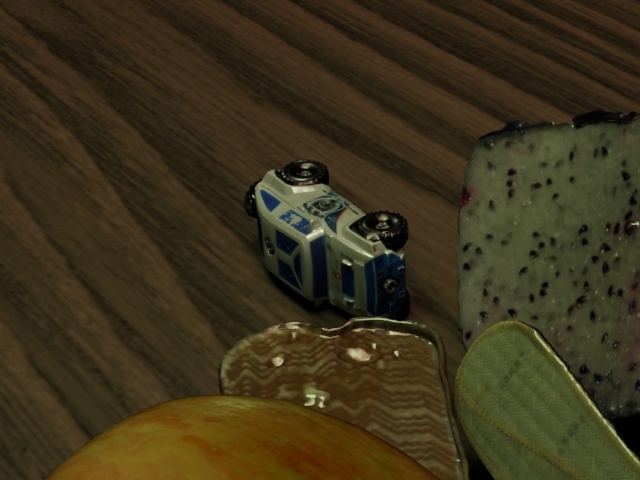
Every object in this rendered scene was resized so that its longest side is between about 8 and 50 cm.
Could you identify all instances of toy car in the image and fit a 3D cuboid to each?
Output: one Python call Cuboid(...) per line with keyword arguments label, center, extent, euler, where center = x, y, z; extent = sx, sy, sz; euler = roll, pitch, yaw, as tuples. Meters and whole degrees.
Cuboid(label="toy car", center=(0.000, 0.000, 1.131), extent=(0.070, 0.080, 0.170), euler=(-23, 38, -28))

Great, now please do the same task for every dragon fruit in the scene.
Cuboid(label="dragon fruit", center=(0.239, 0.035, 0.953), extent=(0.204, 0.221, 0.283), euler=(22, -19, -36))

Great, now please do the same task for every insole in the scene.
Cuboid(label="insole", center=(0.171, 0.166, 0.816), extent=(0.009, 0.119, 0.348), euler=(14, 26, -39))

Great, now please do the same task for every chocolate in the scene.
Cuboid(label="chocolate", center=(0.013, 0.143, 0.893), extent=(0.148, 0.093, 0.214), euler=(-2, 33, -1))

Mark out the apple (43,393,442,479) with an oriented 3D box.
Cuboid(label="apple", center=(-0.021, 0.204, 0.648), extent=(0.264, 0.264, 0.264), euler=(-2, 32, 1))
